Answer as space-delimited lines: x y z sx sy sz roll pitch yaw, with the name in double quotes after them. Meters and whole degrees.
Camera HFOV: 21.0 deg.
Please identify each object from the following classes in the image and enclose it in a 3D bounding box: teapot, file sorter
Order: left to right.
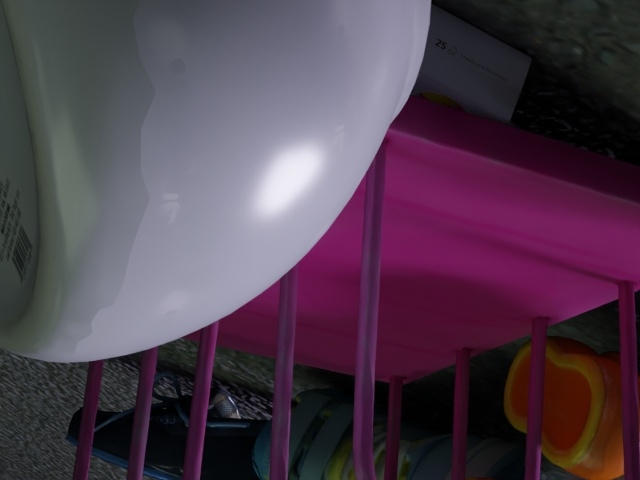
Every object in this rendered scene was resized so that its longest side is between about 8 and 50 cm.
-0.048 -0.094 0.560 0.256 0.187 0.252 29 133 55 "teapot"
0.028 0.085 0.795 0.202 0.182 0.290 15 156 -27 "file sorter"

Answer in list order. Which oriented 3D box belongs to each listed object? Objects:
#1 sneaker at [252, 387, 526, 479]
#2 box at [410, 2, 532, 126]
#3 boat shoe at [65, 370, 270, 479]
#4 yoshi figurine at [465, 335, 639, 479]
0.037 0.172 1.192 0.208 0.127 0.319 20 170 13 "sneaker"
-0.011 -0.064 0.777 0.145 0.038 0.186 27 155 -9 "box"
-0.089 0.166 1.442 0.258 0.089 0.109 10 170 21 "boat shoe"
0.257 0.185 0.921 0.362 0.203 0.203 20 149 -26 "yoshi figurine"
